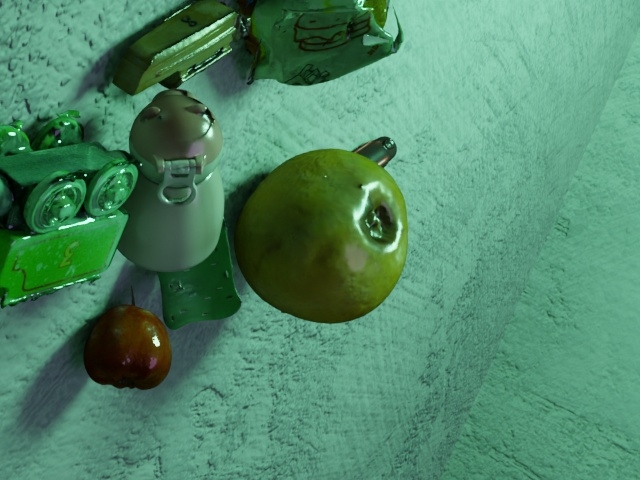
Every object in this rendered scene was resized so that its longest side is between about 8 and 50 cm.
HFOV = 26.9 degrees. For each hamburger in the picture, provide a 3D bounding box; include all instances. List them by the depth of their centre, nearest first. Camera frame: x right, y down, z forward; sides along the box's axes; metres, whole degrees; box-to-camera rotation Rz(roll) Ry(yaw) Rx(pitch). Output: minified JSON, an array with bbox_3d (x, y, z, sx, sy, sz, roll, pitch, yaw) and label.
[{"bbox_3d":[0.022,-0.305,1.844,0.276,0.150,0.260,-19,145,-31],"label":"hamburger"}]

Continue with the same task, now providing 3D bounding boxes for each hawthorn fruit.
[{"bbox_3d":[-0.259,0.146,1.852,0.140,0.125,0.125,-52,154,-19],"label":"hawthorn fruit"}]

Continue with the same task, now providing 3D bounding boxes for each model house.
[{"bbox_3d":[-0.180,0.033,1.900,0.088,0.117,0.167,-173,-112,-86],"label":"model house"}]

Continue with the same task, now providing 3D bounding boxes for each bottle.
[{"bbox_3d":[-0.188,-0.085,1.687,0.147,0.147,0.236,-43,159,-38],"label":"bottle"},{"bbox_3d":[0.074,-0.133,2.307,0.164,0.060,0.060,-37,145,-46],"label":"bottle"}]

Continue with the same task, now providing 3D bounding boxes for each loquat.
[{"bbox_3d":[0.000,0.000,2.061,0.275,0.275,0.275,-45,150,-35],"label":"loquat"}]

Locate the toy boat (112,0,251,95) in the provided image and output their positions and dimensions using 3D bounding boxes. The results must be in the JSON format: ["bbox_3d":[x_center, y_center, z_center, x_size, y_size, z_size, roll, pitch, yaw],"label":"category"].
[{"bbox_3d":[-0.175,-0.240,1.696,0.226,0.068,0.088,-42,157,-40],"label":"toy boat"}]

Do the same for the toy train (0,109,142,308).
[{"bbox_3d":[-0.320,-0.036,1.547,0.243,0.132,0.188,-18,138,-58],"label":"toy train"}]
